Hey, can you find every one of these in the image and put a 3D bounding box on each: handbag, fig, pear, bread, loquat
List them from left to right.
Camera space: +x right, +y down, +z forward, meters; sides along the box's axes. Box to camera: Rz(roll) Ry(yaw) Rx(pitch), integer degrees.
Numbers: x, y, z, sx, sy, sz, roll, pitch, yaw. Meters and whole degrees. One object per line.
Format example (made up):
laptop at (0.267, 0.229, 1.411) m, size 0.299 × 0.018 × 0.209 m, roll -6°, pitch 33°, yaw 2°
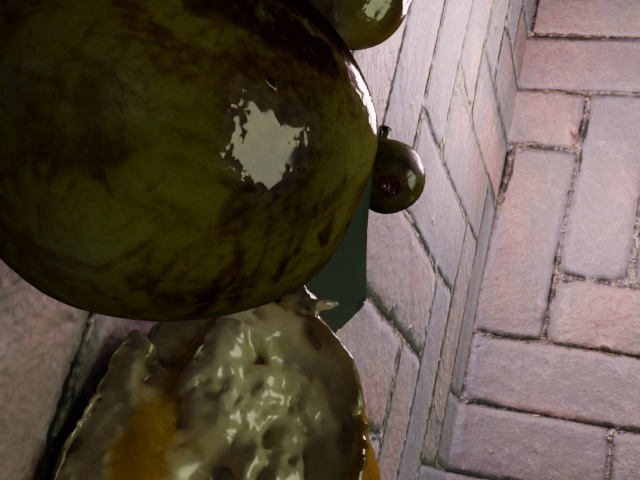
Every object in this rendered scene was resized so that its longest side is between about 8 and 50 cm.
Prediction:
pear at (-0.095, -0.072, 0.557) m, size 0.283 × 0.283 × 0.284 m, roll 8°, pitch 90°, yaw -70°
bread at (-0.058, 0.267, 0.815) m, size 0.394 × 0.250 × 0.361 m, roll 75°, pitch 31°, yaw -48°
handbag at (-0.002, 0.001, 1.117) m, size 0.247 × 0.079 × 0.260 m, roll -28°, pitch 123°, yaw -66°
loquat at (0.047, -0.321, 1.045) m, size 0.195 × 0.152 × 0.152 m, roll -58°, pitch 149°, yaw -33°
fig at (0.103, -0.132, 1.351) m, size 0.236 × 0.124 × 0.124 m, roll -94°, pitch 179°, yaw -60°
